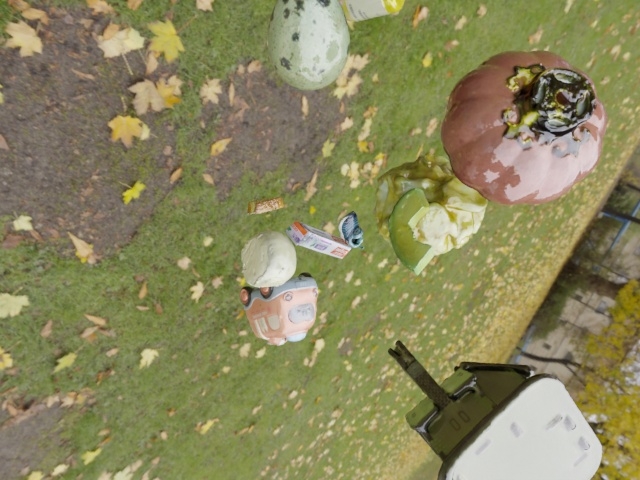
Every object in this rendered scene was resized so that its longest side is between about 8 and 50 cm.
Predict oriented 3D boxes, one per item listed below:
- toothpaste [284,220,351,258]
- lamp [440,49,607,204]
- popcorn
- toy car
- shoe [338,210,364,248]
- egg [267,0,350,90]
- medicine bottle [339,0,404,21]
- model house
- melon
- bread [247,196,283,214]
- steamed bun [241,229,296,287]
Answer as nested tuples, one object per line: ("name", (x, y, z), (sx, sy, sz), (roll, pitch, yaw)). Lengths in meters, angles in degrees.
("toothpaste", (0.000, 0.000, 0.937), (0.040, 0.047, 0.196), (-49, 150, 13))
("lamp", (0.386, -0.217, 0.824), (0.305, 0.305, 0.239), (-58, 179, -8))
("popcorn", (0.325, -0.101, 1.289), (0.293, 0.293, 0.334), (117, -20, -47))
("toy car", (-0.125, 0.228, 1.421), (0.181, 0.212, 0.271), (-3, 163, -43))
("shoe", (0.098, -0.029, 1.326), (0.064, 0.071, 0.142), (-40, 145, -25))
("egg", (-0.025, -0.432, 0.922), (0.177, 0.177, 0.228), (-42, 149, -35))
("medicine bottle", (0.068, -0.547, 0.964), (0.122, 0.213, 0.121), (-5, 96, -62))
("model house", (0.226, 0.260, 0.673), (0.205, 0.279, 0.218), (-40, 111, -5))
("melon", (0.221, -0.021, 1.072), (0.118, 0.209, 0.064), (-23, 154, 24))
("bread", (-0.245, -0.153, 1.919), (0.187, 0.103, 0.065), (-23, 110, -48))
("steamed bun", (-0.099, 0.036, 0.883), (0.091, 0.112, 0.130), (2, 159, -35))
